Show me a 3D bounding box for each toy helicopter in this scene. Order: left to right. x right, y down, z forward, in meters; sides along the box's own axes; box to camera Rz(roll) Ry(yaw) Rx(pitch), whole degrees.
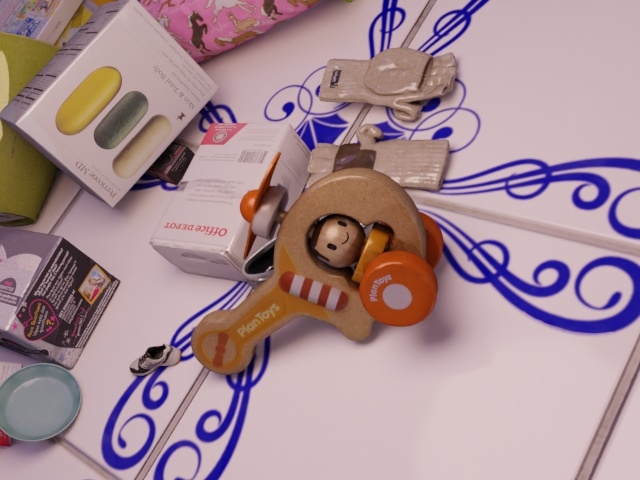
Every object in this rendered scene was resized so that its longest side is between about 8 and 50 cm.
[{"bbox_3d":[-0.040,0.042,0.939,0.355,0.235,0.140,-39,14,27],"label":"toy helicopter"}]

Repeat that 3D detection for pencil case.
[{"bbox_3d":[-0.134,-0.425,1.329,0.386,0.167,0.160,-13,26,37],"label":"pencil case"}]

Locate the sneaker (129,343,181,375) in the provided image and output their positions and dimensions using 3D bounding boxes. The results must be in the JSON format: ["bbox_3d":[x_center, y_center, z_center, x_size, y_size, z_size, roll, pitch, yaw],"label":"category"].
[{"bbox_3d":[-0.234,0.160,1.090,0.083,0.037,0.032,-23,50,20],"label":"sneaker"}]

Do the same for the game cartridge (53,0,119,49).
[{"bbox_3d":[-0.555,-0.431,1.680,0.285,0.052,0.324,-47,58,-4],"label":"game cartridge"}]

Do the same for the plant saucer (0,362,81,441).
[{"bbox_3d":[-0.400,0.232,1.127,0.119,0.021,0.119,5,53,-6],"label":"plant saucer"}]

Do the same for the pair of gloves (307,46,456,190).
[{"bbox_3d":[0.087,-0.162,1.107,0.204,0.042,0.240,-4,63,24],"label":"pair of gloves"}]

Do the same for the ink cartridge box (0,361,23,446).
[{"bbox_3d":[-0.519,0.233,1.151,0.150,0.063,0.109,6,53,-12],"label":"ink cartridge box"}]

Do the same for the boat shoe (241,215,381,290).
[{"bbox_3d":[-0.001,0.000,1.020,0.227,0.081,0.079,-34,47,11],"label":"boat shoe"}]

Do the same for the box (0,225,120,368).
[{"bbox_3d":[-0.469,0.080,1.229,0.247,0.142,0.163,8,63,37],"label":"box"}]

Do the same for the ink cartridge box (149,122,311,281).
[{"bbox_3d":[-0.124,-0.057,1.137,0.159,0.092,0.218,6,61,36],"label":"ink cartridge box"}]

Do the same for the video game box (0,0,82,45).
[{"bbox_3d":[-0.616,-0.463,1.670,0.187,0.048,0.205,18,73,32],"label":"video game box"}]

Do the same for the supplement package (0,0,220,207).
[{"bbox_3d":[-0.347,-0.226,1.297,0.262,0.199,0.198,-51,30,-10],"label":"supplement package"}]

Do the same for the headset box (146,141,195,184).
[{"bbox_3d":[-0.249,-0.130,1.314,0.083,0.032,0.062,19,70,42],"label":"headset box"}]

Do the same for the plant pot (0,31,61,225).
[{"bbox_3d":[-0.575,-0.181,1.417,0.275,0.275,0.293,-7,78,30],"label":"plant pot"}]
